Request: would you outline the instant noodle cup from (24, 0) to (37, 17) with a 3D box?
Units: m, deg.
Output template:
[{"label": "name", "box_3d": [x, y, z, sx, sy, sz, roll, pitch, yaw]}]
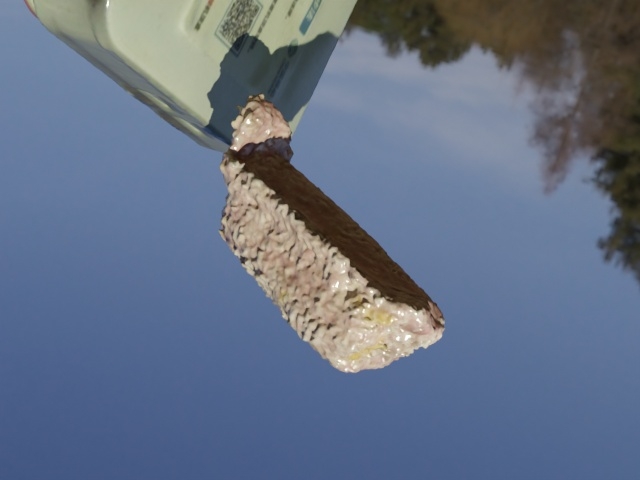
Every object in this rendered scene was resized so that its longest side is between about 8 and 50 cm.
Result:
[{"label": "instant noodle cup", "box_3d": [-0.224, -0.358, 1.405, 0.178, 0.235, 0.235, 0, -165, 6]}]

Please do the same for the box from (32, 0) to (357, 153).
[{"label": "box", "box_3d": [-0.066, -0.300, 1.202, 0.111, 0.396, 0.396, 23, 173, 25]}]

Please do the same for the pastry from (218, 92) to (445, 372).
[{"label": "pastry", "box_3d": [-0.010, 0.007, 1.069, 0.103, 0.112, 0.265, 13, -144, -52]}]
